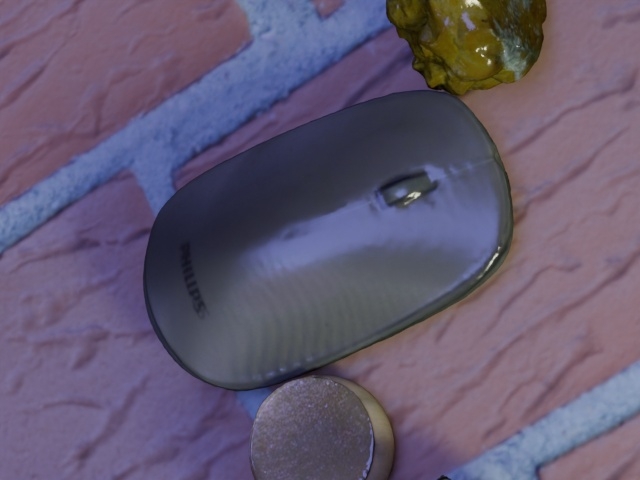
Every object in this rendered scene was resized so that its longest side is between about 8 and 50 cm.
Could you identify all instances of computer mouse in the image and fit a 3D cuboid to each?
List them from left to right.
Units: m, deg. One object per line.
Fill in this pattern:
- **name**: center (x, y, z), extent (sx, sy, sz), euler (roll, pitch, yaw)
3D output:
- **computer mouse**: center (-0.002, -0.001, 1.589), extent (0.331, 0.095, 0.197), euler (-26, 75, 18)

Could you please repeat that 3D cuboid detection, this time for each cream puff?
- **cream puff**: center (0.110, -0.186, 1.556), extent (0.116, 0.146, 0.146), euler (-16, 73, 39)

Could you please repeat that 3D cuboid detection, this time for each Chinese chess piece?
- **Chinese chess piece**: center (0.001, 0.170, 1.576), extent (0.122, 0.051, 0.122), euler (-6, 76, 23)

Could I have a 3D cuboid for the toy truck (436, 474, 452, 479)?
- **toy truck**: center (0.049, 0.300, 1.469), extent (0.272, 0.157, 0.124), euler (-47, 66, 9)
